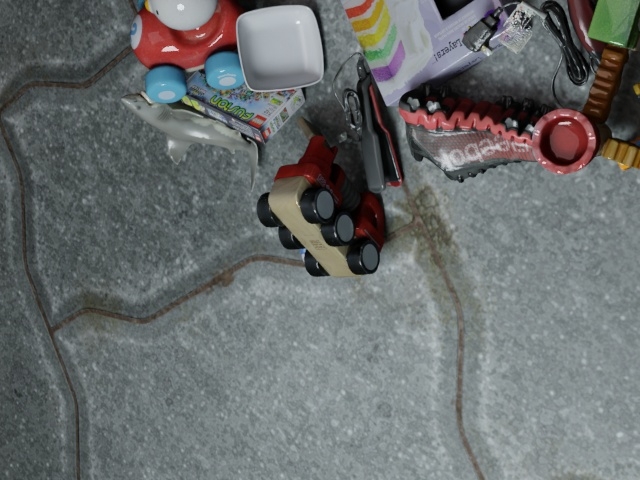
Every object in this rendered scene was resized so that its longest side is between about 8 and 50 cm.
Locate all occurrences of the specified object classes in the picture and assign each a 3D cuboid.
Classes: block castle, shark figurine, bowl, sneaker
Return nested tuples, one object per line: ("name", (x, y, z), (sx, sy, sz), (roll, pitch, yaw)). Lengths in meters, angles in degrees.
("block castle", (0.472, -0.266, 1.333), (0.303, 0.213, 0.453), (23, 106, 25))
("shark figurine", (-0.224, -0.181, 1.973), (0.278, 0.166, 0.116), (25, 101, 5))
("bowl", (-0.071, -0.323, 1.835), (0.053, 0.142, 0.141), (-171, 72, -81))
("sneaker", (0.249, -0.148, 1.625), (0.276, 0.097, 0.135), (13, 124, 23))

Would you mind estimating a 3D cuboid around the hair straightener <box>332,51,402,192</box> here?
("hair straightener", (0.070, -0.185, 1.729), (0.047, 0.089, 0.230), (6, 113, 48))

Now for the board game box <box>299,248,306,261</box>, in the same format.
("board game box", (0.000, 0.000, 1.879), (0.090, 0.020, 0.090), (-25, 81, 37))

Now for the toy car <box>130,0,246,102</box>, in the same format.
("toy car", (-0.244, -0.391, 1.823), (0.210, 0.238, 0.219), (-11, 68, 8))

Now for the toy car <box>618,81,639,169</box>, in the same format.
("toy car", (0.431, -0.160, 1.515), (0.060, 0.041, 0.122), (-6, 93, 38))

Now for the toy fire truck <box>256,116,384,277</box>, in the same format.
("toy fire truck", (0.013, -0.086, 1.780), (0.159, 0.217, 0.246), (-4, 52, 38))

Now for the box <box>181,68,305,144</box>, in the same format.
("box", (-0.140, -0.254, 1.898), (0.207, 0.114, 0.036), (28, 156, 31))

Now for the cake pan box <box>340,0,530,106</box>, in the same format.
("cake pan box", (0.168, -0.373, 1.671), (0.267, 0.070, 0.245), (-28, 82, 36))

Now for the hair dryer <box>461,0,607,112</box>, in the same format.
("hair dryer", (0.358, -0.348, 1.523), (0.224, 0.080, 0.293), (28, 113, -9))
